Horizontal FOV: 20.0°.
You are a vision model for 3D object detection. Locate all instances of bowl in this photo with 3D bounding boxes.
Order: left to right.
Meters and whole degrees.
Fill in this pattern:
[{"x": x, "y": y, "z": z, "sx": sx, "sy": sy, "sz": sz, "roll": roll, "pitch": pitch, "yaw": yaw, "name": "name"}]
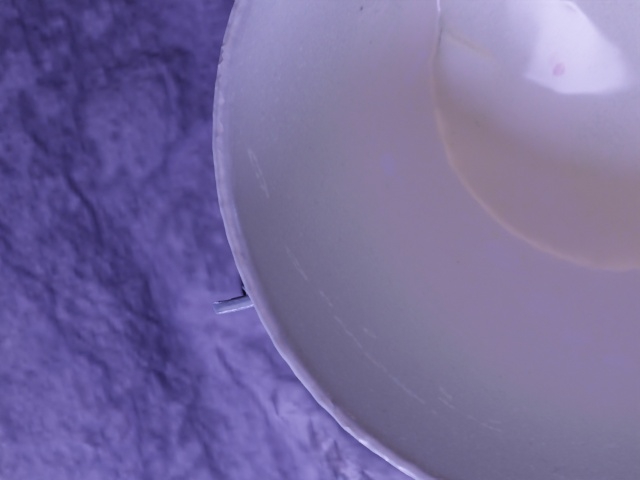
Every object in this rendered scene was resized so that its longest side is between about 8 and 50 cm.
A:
[{"x": 0.109, "y": -0.041, "z": 0.685, "sx": 0.277, "sy": 0.145, "sz": 0.277, "roll": 5, "pitch": 106, "yaw": 18, "name": "bowl"}]

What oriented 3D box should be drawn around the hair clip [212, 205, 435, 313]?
[{"x": 0.001, "y": 0.000, "z": 0.804, "sx": 0.115, "sy": 0.030, "sz": 0.039, "roll": -30, "pitch": 75, "yaw": 23, "name": "hair clip"}]
